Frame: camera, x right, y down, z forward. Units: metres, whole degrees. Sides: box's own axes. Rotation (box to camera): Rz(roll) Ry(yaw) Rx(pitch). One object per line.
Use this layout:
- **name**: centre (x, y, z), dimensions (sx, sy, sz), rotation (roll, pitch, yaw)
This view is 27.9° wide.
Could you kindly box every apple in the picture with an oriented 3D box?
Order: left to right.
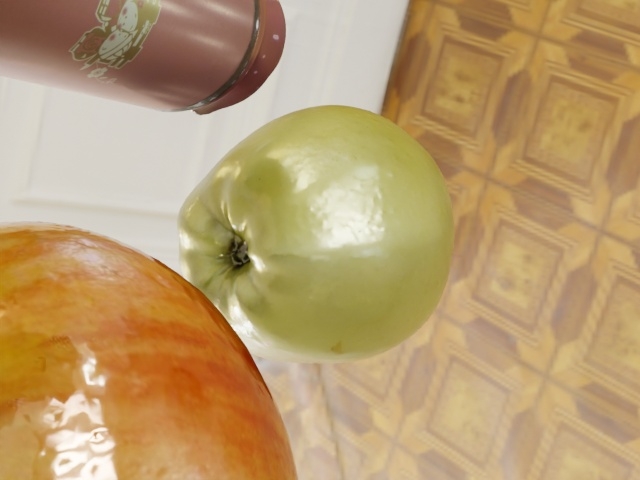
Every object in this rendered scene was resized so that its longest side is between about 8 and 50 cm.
- **apple**: centre (-0.143, 0.135, 0.588), dimensions (0.286, 0.233, 0.286), rotation (-11, 70, 31)
- **apple**: centre (0.000, 0.000, 0.908), dimensions (0.200, 0.200, 0.200), rotation (-6, 81, 46)

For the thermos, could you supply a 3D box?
- **thermos**: centre (-0.109, -0.142, 0.677), dimensions (0.109, 0.330, 0.136), rotation (4, 90, 24)
